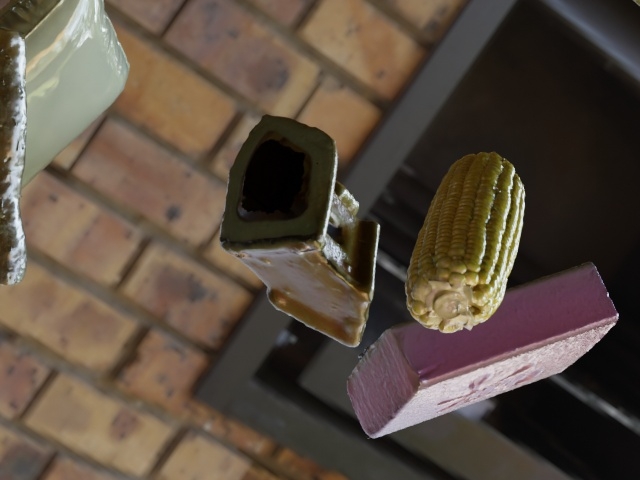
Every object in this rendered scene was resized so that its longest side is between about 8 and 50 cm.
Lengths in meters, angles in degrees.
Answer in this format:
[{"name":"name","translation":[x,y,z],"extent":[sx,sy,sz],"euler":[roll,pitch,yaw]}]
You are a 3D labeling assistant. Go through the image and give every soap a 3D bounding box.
[{"name":"soap","translation":[0.173,0.120,1.752],"extent":[0.081,0.259,0.181],"euler":[67,-25,17]}]

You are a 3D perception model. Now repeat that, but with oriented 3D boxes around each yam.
[{"name":"yam","translation":[-0.309,-0.084,1.560],"extent":[0.061,0.252,0.061],"euler":[1,2,0]}]

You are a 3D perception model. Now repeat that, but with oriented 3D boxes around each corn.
[{"name":"corn","translation":[0.123,-0.001,1.335],"extent":[0.081,0.081,0.248],"euler":[35,28,-4]}]

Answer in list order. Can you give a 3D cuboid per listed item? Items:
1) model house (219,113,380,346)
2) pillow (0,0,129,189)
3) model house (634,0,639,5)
[{"name":"model house","translation":[0.006,-0.009,2.011],"extent":[0.239,0.173,0.268],"euler":[47,36,-34]},{"name":"pillow","translation":[-0.350,-0.145,1.775],"extent":[0.120,0.322,0.255],"euler":[43,-11,17]},{"name":"model house","translation":[0.495,-0.493,2.201],"extent":[0.261,0.266,0.321],"euler":[52,-4,3]}]
